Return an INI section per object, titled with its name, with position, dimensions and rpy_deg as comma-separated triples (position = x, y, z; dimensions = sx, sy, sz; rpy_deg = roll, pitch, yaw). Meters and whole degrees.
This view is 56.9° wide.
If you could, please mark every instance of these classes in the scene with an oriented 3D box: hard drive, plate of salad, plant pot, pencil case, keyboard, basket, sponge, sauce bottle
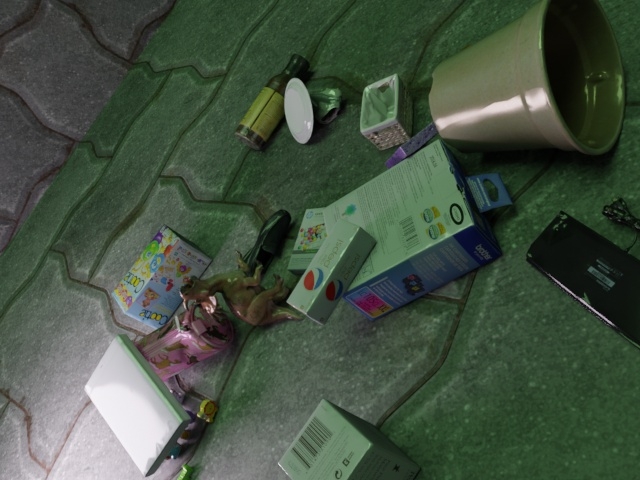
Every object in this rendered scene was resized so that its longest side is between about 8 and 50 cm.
[hard drive]
position = -0.479, 0.420, 1.526
dimensions = 0.307, 0.040, 0.203
rpy_deg = 43, 108, 26
[plate of salad]
position = -0.060, -0.401, 1.826
dimensions = 0.048, 0.200, 0.200
rpy_deg = -13, 35, -24
[plant pot]
position = 0.413, -0.317, 1.241
dimensions = 0.305, 0.334, 0.334
rpy_deg = -7, 57, 50
[pencil case]
position = -0.422, 0.300, 1.625
dimensions = 0.386, 0.167, 0.160
rpy_deg = -31, 28, 25
[keyboard]
position = 0.538, 0.040, 1.066
dimensions = 0.201, 0.033, 0.317
rpy_deg = -51, 42, 10
[basket]
position = 0.183, -0.343, 1.595
dimensions = 0.113, 0.103, 0.167
rpy_deg = -16, 53, 33
[sponge]
position = 0.223, -0.228, 1.422
dimensions = 0.117, 0.031, 0.210
rpy_deg = -38, 1, -4
[sauce bottle]
position = -0.152, -0.467, 1.978
dimensions = 0.111, 0.111, 0.344
rpy_deg = 26, 80, 48

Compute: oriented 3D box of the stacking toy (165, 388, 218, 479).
[stacking toy]
position = -0.369, 0.503, 1.526
dimensions = 0.167, 0.052, 0.221
rpy_deg = 4, 65, 43

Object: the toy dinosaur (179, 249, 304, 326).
[toy dinosaur]
position = -0.196, 0.154, 1.505
dimensions = 0.200, 0.295, 0.127
rpy_deg = -55, 7, -11

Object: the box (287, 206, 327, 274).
[box]
position = 0.000, 0.000, 1.565
dimensions = 0.145, 0.038, 0.186
rpy_deg = -3, 59, 40

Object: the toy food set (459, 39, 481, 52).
[toy food set]
position = 0.394, -0.407, 1.485
dimensions = 0.111, 0.104, 0.232
rpy_deg = -29, 26, 42

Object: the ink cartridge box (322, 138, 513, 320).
[ink cartridge box]
position = 0.216, -0.036, 1.312
dimensions = 0.395, 0.151, 0.270
rpy_deg = -32, 46, 24

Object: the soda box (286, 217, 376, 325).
[soda box]
position = 0.024, 0.065, 1.254
dimensions = 0.074, 0.069, 0.216
rpy_deg = 25, 81, 48

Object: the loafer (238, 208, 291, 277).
[loafer]
position = -0.145, 0.017, 1.659
dimensions = 0.078, 0.076, 0.223
rpy_deg = 35, 92, 43

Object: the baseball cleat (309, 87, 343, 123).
[baseball cleat]
position = -0.019, -0.413, 1.850
dimensions = 0.206, 0.072, 0.109
rpy_deg = -8, 68, 46

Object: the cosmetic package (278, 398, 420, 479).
[cosmetic package]
position = 0.056, 0.422, 1.106
dimensions = 0.151, 0.183, 0.151
rpy_deg = 30, 83, 49

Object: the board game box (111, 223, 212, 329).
[board game box]
position = -0.495, 0.114, 1.842
dimensions = 0.275, 0.144, 0.142
rpy_deg = -54, 41, -4
